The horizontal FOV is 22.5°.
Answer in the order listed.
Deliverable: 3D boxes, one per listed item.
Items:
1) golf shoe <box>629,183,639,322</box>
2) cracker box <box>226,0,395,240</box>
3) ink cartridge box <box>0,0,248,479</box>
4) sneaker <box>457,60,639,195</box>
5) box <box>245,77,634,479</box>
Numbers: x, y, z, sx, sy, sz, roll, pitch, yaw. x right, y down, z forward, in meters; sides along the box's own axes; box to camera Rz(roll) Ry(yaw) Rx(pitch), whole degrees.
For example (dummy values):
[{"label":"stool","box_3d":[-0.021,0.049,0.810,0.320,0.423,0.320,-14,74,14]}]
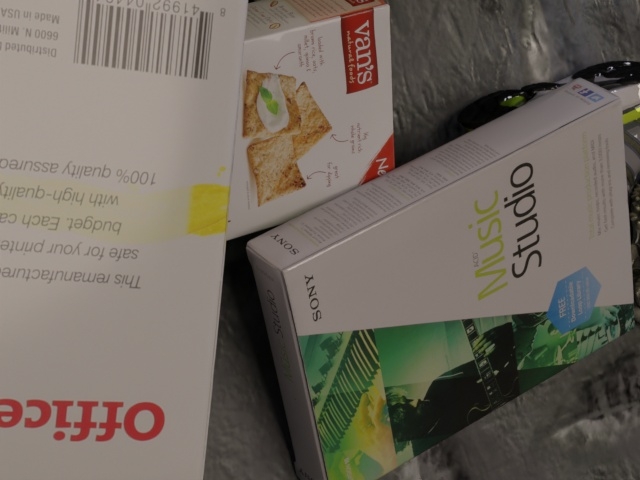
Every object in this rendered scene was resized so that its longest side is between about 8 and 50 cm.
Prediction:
[{"label":"golf shoe","box_3d":[0.319,-0.002,1.475,0.086,0.069,0.176,44,69,-45]},{"label":"cracker box","box_3d":[-0.061,-0.085,1.169,0.232,0.067,0.155,-18,124,-22]},{"label":"ink cartridge box","box_3d":[-0.207,-0.051,0.954,0.279,0.160,0.384,5,92,-28]},{"label":"sneaker","box_3d":[0.248,-0.084,1.410,0.300,0.111,0.121,-14,110,-28]},{"label":"box","box_3d":[0.107,0.039,1.265,0.322,0.058,0.232,-27,127,-21]}]
